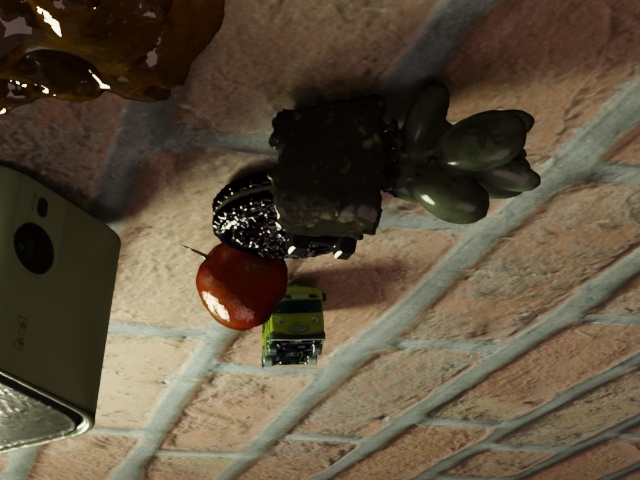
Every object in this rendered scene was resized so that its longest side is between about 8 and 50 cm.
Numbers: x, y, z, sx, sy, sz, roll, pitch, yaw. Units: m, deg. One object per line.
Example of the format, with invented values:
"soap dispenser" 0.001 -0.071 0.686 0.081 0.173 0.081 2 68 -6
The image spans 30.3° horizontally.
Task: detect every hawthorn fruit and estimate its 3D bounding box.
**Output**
"hawthorn fruit" -0.102 0.049 1.534 0.125 0.140 0.125 -19 -164 6

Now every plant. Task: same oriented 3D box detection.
"plant" 0.084 -0.080 1.208 0.274 0.149 0.146 -5 176 10

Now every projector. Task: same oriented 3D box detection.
"projector" -0.398 0.088 1.384 0.248 0.249 0.248 -16 145 30

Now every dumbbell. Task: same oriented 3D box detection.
"dumbbell" 0.000 0.000 1.381 0.083 0.036 0.040 6 155 -22

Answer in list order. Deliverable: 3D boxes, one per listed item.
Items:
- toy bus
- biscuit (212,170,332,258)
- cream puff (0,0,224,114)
"toy bus" -0.043 0.128 1.735 0.088 0.101 0.175 1 162 -7
"biscuit" -0.038 -0.029 1.425 0.194 0.053 0.194 -3 158 -1
"cream puff" -0.210 -0.191 0.912 0.269 0.155 0.241 -9 162 0
